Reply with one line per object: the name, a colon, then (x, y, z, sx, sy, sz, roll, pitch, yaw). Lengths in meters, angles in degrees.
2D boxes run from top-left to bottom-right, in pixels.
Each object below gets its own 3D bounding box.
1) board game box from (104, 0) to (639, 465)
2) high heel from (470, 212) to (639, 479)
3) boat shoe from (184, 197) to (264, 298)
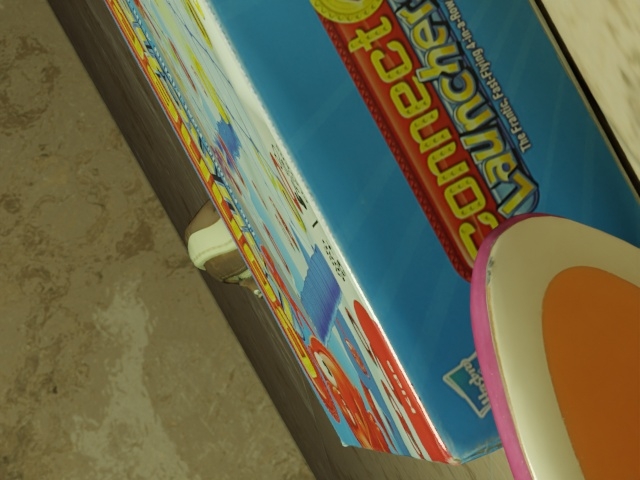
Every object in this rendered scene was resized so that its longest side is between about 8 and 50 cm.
board game box: (-0.011, -0.076, 0.698, 0.308, 0.086, 0.302, 62, 173, 2)
high heel: (0.104, 0.097, 0.557, 0.244, 0.082, 0.117, 50, 165, -10)
boat shoe: (-0.007, 0.004, 0.978, 0.095, 0.095, 0.257, 56, 173, 4)
